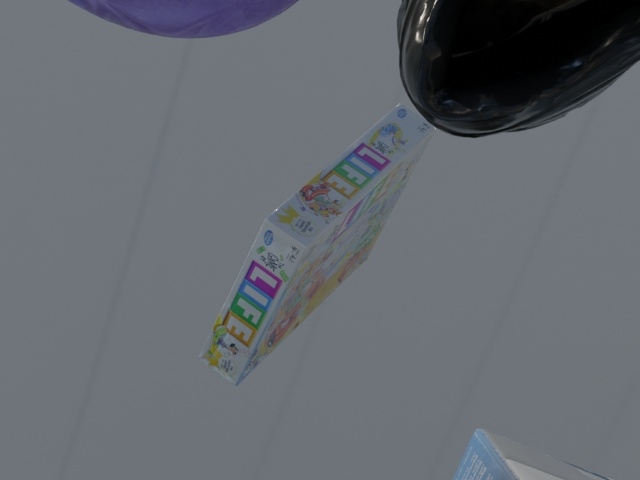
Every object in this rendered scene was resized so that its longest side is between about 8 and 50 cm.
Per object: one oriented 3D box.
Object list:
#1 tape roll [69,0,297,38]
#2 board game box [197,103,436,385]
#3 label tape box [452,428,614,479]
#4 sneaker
[{"bbox_3d":[-0.060,-0.184,0.704,0.189,0.080,0.189,14,-50,17],"label":"tape roll"},{"bbox_3d":[0.000,0.000,0.911,0.154,0.026,0.103,-43,-16,-51],"label":"board game box"},{"bbox_3d":[0.109,0.264,0.912,0.115,0.348,0.249,22,-86,-7],"label":"label tape box"},{"bbox_3d":[0.134,-0.132,0.562,0.109,0.130,0.286,41,-71,-2],"label":"sneaker"}]
